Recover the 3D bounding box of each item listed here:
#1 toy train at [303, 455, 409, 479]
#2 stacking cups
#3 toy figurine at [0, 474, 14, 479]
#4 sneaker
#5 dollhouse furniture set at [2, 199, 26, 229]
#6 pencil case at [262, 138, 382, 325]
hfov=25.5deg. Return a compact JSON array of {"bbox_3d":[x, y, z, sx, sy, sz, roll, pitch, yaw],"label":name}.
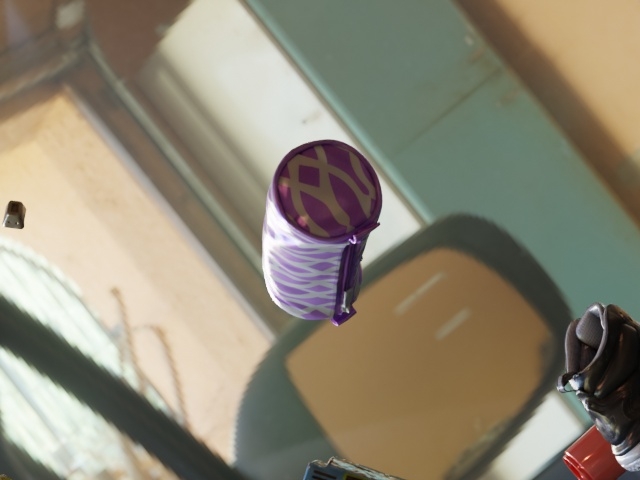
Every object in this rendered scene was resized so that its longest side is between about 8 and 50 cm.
[{"bbox_3d":[0.057,0.198,0.831,0.080,0.184,0.105,52,-124,-82],"label":"toy train"},{"bbox_3d":[0.421,0.172,1.692,0.316,0.096,0.096,-37,-4,-6],"label":"stacking cups"},{"bbox_3d":[-0.274,0.385,1.399,0.191,0.363,0.217,38,-105,-53],"label":"toy figurine"},{"bbox_3d":[0.356,0.101,1.486,0.268,0.153,0.101,-48,4,-27],"label":"sneaker"},{"bbox_3d":[-0.344,-0.052,1.461,0.081,0.091,0.114,109,167,-54],"label":"dollhouse furniture set"},{"bbox_3d":[0.000,0.000,1.079,0.086,0.088,0.206,-28,-18,-11],"label":"pencil case"}]
